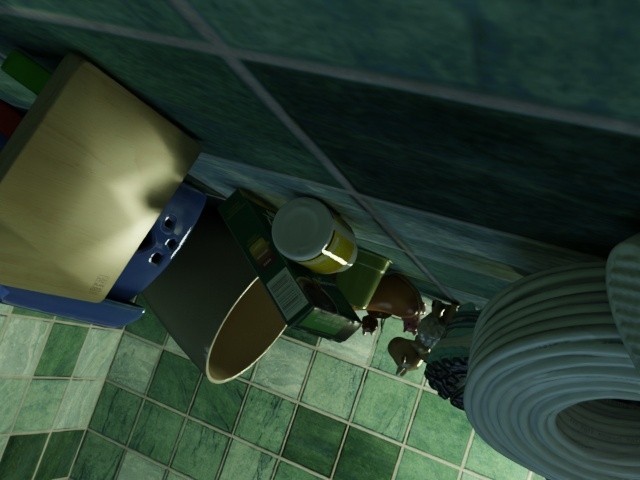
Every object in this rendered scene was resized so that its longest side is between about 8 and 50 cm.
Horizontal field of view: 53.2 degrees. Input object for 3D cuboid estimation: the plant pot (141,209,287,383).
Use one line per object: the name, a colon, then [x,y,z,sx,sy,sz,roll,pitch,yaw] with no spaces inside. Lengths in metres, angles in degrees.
plant pot: [-0.197,0.052,1.076,0.274,0.257,0.256,34,179,20]

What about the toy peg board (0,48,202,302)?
toy peg board: [-0.197,-0.049,0.485,0.079,0.161,0.161,33,179,22]

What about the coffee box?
coffee box: [-0.036,0.028,0.725,0.113,0.040,0.184,29,-158,-54]

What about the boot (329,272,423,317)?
boot: [0.052,0.099,1.029,0.152,0.073,0.197,-17,-158,-37]

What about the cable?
cable: [0.239,0.124,0.491,0.257,0.089,0.257,27,143,-2]

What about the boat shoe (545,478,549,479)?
boat shoe: [0.417,0.288,1.134,0.123,0.117,0.324,-1,-148,-9]

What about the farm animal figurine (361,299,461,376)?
farm animal figurine: [0.243,0.222,1.353,0.330,0.172,0.326,24,172,-37]

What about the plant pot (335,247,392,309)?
plant pot: [0.053,0.056,0.925,0.083,0.079,0.083,19,173,2]

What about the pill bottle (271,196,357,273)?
pill bottle: [0.000,0.000,0.672,0.065,0.065,0.116,16,173,24]

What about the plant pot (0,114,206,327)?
plant pot: [-0.330,-0.020,0.817,0.235,0.212,0.236,14,171,38]

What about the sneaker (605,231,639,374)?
sneaker: [0.288,0.082,0.319,0.282,0.161,0.102,54,166,24]

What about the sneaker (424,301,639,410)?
sneaker: [0.237,0.087,0.625,0.282,0.122,0.110,-11,126,37]
